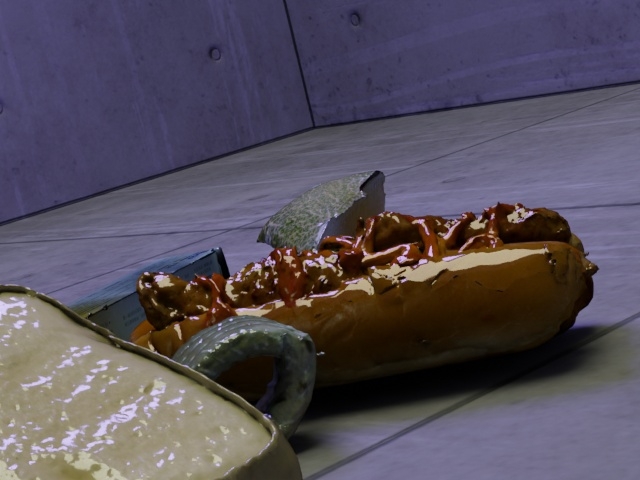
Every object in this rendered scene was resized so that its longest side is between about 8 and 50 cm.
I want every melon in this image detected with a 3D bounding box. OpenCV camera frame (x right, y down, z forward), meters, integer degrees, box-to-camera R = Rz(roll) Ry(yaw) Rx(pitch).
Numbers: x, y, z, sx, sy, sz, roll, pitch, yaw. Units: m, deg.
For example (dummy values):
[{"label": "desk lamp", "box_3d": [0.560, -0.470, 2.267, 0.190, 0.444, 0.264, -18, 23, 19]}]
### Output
[{"label": "melon", "box_3d": [-0.004, -0.003, 1.563, 0.139, 0.093, 0.202, -6, 20, 27]}]

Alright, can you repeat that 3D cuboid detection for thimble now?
[{"label": "thimble", "box_3d": [-0.051, 0.095, 0.975, 0.110, 0.084, 0.062, -37, 16, -9]}]

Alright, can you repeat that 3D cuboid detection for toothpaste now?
[{"label": "toothpaste", "box_3d": [-0.186, 0.074, 1.406, 0.089, 0.071, 0.313, -12, 9, 25]}]

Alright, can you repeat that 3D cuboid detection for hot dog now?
[{"label": "hot dog", "box_3d": [0.026, 0.041, 1.083, 0.348, 0.117, 0.158, -12, -2, 14]}]

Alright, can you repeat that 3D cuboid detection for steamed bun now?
[{"label": "steamed bun", "box_3d": [-0.159, 0.135, 0.811, 0.231, 0.110, 0.212, 26, 37, 28]}]
